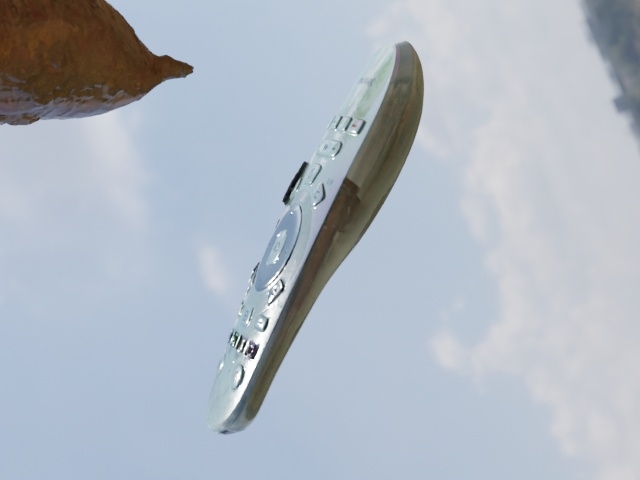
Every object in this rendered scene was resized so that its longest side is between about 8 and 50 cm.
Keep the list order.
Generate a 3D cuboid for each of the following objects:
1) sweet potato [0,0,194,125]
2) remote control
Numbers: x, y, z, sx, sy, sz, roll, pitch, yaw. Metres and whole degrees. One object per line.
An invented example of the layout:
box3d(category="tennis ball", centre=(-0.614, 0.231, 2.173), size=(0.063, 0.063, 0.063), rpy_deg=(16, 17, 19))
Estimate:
box3d(category="sweet potato", centre=(-0.144, -0.076, 0.740), size=(0.226, 0.068, 0.068), rpy_deg=(-3, -111, -52))
box3d(category="remote control", centre=(-0.002, 0.000, 1.135), size=(0.045, 0.256, 0.097), rpy_deg=(28, -179, -15))
